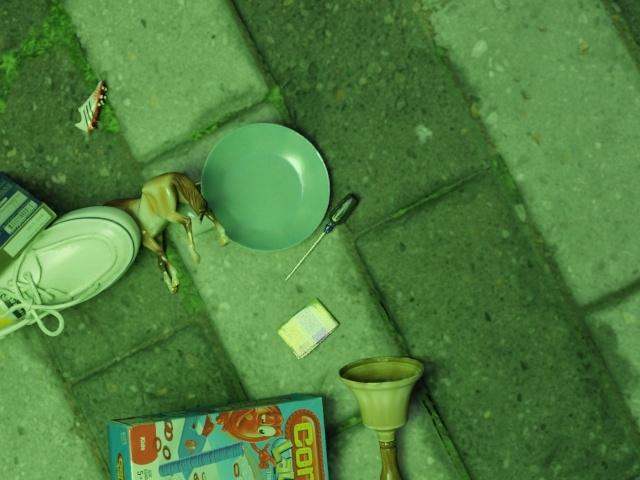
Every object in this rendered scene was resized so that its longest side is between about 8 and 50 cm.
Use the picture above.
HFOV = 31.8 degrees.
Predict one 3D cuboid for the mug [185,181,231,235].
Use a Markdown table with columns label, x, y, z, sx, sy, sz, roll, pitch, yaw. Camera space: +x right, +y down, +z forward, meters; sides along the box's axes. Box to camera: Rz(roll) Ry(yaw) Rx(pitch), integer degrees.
| label | x | y | z | sx | sy | sz | roll | pitch | yaw |
| --- | --- | --- | --- | --- | --- | --- | --- | --- | --- |
| mug | -0.169 | -0.053 | 1.698 | 0.064 | 0.062 | 0.078 | -16 | 93 | 1 |

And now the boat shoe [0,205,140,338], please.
| label | x | y | z | sx | sy | sz | roll | pitch | yaw |
| --- | --- | --- | --- | --- | --- | --- | --- | --- | --- |
| boat shoe | -0.434 | 0.074 | 1.649 | 0.367 | 0.156 | 0.136 | -22 | 112 | 18 |

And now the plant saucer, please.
| label | x | y | z | sx | sy | sz | roll | pitch | yaw |
| --- | --- | --- | --- | --- | --- | --- | --- | --- | --- |
| plant saucer | -0.084 | -0.077 | 1.676 | 0.194 | 0.037 | 0.195 | 2 | 82 | -13 |

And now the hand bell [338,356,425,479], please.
| label | x | y | z | sx | sy | sz | roll | pitch | yaw |
| --- | --- | --- | --- | --- | --- | --- | --- | --- | --- |
| hand bell | 0.099 | 0.303 | 1.641 | 0.126 | 0.126 | 0.242 | -4 | 101 | 9 |

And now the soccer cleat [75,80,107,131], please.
| label | x | y | z | sx | sy | sz | roll | pitch | yaw |
| --- | --- | --- | --- | --- | --- | --- | --- | --- | --- |
| soccer cleat | -0.357 | -0.210 | 1.746 | 0.035 | 0.029 | 0.083 | 17 | 96 | 5 |

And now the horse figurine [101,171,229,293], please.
| label | x | y | z | sx | sy | sz | roll | pitch | yaw |
| --- | --- | --- | --- | --- | --- | --- | --- | --- | --- |
| horse figurine | -0.230 | -0.028 | 1.658 | 0.174 | 0.066 | 0.263 | 57 | 139 | 7 |

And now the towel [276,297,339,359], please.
| label | x | y | z | sx | sy | sz | roll | pitch | yaw |
| --- | --- | --- | --- | --- | --- | --- | --- | --- | --- |
| towel | -0.020 | 0.133 | 1.694 | 0.083 | 0.009 | 0.060 | -42 | 82 | 5 |

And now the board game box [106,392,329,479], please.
| label | x | y | z | sx | sy | sz | roll | pitch | yaw |
| --- | --- | --- | --- | --- | --- | --- | --- | --- | --- |
| board game box | -0.134 | 0.388 | 1.582 | 0.301 | 0.086 | 0.308 | -4 | 88 | -31 |

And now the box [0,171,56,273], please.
| label | x | y | z | sx | sy | sz | roll | pitch | yaw |
| --- | --- | --- | --- | --- | --- | --- | --- | --- | --- |
| box | -0.488 | -0.025 | 1.688 | 0.136 | 0.225 | 0.036 | -48 | 125 | -10 |

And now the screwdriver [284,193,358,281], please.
| label | x | y | z | sx | sy | sz | roll | pitch | yaw |
| --- | --- | --- | --- | --- | --- | --- | --- | --- | --- |
| screwdriver | 0.000 | 0.000 | 1.688 | 0.025 | 0.024 | 0.170 | 40 | 97 | 36 |
